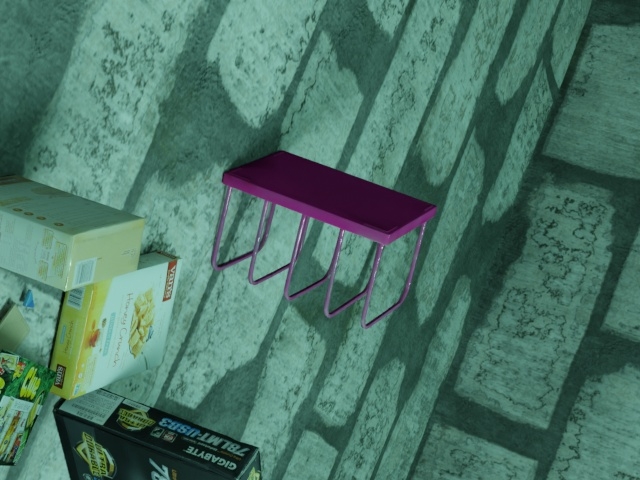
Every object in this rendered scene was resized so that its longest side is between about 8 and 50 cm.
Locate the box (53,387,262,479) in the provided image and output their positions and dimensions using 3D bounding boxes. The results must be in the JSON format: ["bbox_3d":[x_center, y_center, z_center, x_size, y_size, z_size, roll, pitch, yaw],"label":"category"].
[{"bbox_3d":[-0.219,0.359,1.878,0.073,0.293,0.295,-51,152,-41],"label":"box"}]

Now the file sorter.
[{"bbox_3d":[0.000,0.000,2.132,0.202,0.291,0.182,-28,135,-61],"label":"file sorter"}]

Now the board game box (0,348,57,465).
[{"bbox_3d":[-0.379,0.208,1.616,0.259,0.030,0.136,100,10,-81],"label":"board game box"}]

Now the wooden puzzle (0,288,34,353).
[{"bbox_3d":[-0.392,0.120,1.649,0.116,0.014,0.078,-56,158,-35],"label":"wooden puzzle"}]

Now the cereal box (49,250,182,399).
[{"bbox_3d":[-0.284,0.114,1.857,0.240,0.047,0.173,-17,123,-64],"label":"cereal box"}]

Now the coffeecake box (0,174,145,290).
[{"bbox_3d":[-0.315,-0.012,1.488,0.142,0.185,0.068,-19,124,-63],"label":"coffeecake box"}]
